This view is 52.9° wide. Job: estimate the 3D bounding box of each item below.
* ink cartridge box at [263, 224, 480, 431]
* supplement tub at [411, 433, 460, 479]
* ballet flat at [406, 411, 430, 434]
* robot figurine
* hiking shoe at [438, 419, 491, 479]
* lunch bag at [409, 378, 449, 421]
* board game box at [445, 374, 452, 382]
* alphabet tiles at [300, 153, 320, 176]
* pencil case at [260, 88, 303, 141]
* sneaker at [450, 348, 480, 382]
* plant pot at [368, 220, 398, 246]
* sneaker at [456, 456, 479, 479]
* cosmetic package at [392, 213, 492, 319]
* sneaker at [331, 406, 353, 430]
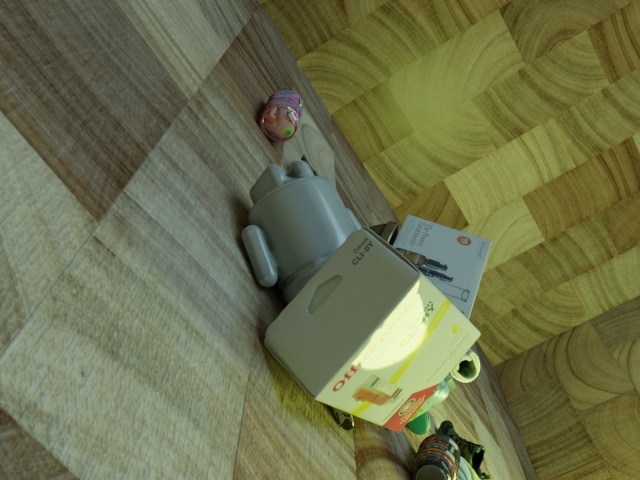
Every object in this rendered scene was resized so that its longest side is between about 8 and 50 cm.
[{"bbox_3d":[0.113,0.185,1.218,0.160,0.279,0.385,41,1,37],"label":"ink cartridge box"},{"bbox_3d":[0.270,0.527,1.503,0.106,0.106,0.198,62,13,8],"label":"supplement tub"},{"bbox_3d":[0.217,0.399,1.658,0.213,0.072,0.068,58,9,-5],"label":"ballet flat"},{"bbox_3d":[-0.020,0.009,1.332,0.300,0.200,0.353,-14,70,-34],"label":"robot figurine"},{"bbox_3d":[0.415,0.606,1.844,0.086,0.114,0.227,50,17,-37],"label":"hiking shoe"},{"bbox_3d":[0.189,0.310,1.522,0.090,0.176,0.219,39,22,-44],"label":"lunch bag"},{"bbox_3d":[0.259,0.323,1.748,0.224,0.097,0.303,54,3,22],"label":"board game box"},{"bbox_3d":[0.020,-0.142,2.019,0.285,0.011,0.342,58,-1,-6],"label":"alphabet tiles"},{"bbox_3d":[-0.115,-0.397,2.013,0.124,0.124,0.284,56,15,-18],"label":"pencil case"},{"bbox_3d":[0.318,0.240,1.649,0.292,0.108,0.169,52,-2,-29],"label":"sneaker"},{"bbox_3d":[0.149,0.042,1.962,0.110,0.237,0.237,21,8,12],"label":"plant pot"},{"bbox_3d":[0.360,0.650,1.606,0.126,0.091,0.240,37,28,-57],"label":"sneaker"},{"bbox_3d":[0.339,0.098,1.949,0.377,0.284,0.097,-59,164,-46],"label":"cosmetic package"},{"bbox_3d":[0.041,0.328,1.251,0.083,0.031,0.035,61,13,5],"label":"sneaker"}]
